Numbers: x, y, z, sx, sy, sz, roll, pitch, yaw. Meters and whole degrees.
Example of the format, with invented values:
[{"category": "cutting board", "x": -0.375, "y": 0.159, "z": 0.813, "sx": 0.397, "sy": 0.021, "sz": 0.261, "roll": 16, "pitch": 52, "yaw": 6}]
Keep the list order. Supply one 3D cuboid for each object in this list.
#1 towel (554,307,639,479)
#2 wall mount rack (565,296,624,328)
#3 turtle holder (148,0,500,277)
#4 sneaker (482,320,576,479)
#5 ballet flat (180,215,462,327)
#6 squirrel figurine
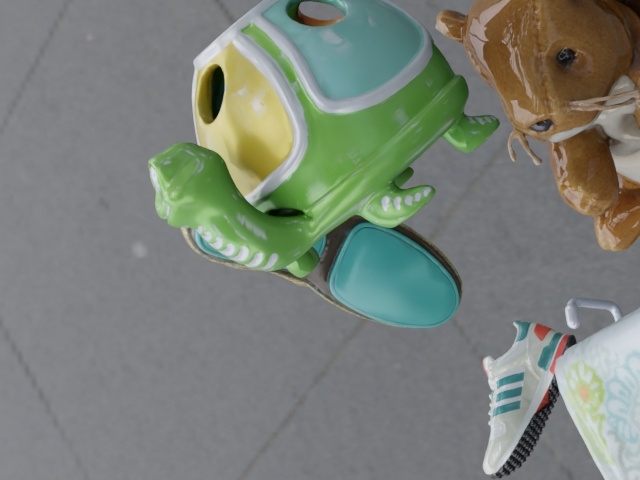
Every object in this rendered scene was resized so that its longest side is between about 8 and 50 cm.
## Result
[{"category": "towel", "x": 0.375, "y": 0.163, "z": 1.143, "sx": 0.374, "sy": 0.090, "sz": 0.320, "roll": -36, "pitch": 78, "yaw": 47}, {"category": "wall mount rack", "x": 0.426, "y": 0.161, "z": 1.827, "sx": 0.350, "sy": 0.130, "sz": 0.304, "roll": -47, "pitch": 47, "yaw": 47}, {"category": "turtle holder", "x": -0.022, "y": -0.099, "z": 1.391, "sx": 0.227, "sy": 0.320, "sz": 0.243, "roll": 52, "pitch": 168, "yaw": -7}, {"category": "sneaker", "x": 0.186, "y": 0.153, "z": 1.473, "sx": 0.075, "sy": 0.057, "sz": 0.161, "roll": 25, "pitch": 83, "yaw": 26}, {"category": "ballet flat", "x": 0.000, "y": 0.000, "z": 1.658, "sx": 0.123, "sy": 0.348, "sz": 0.123, "roll": -43, "pitch": 38, "yaw": 46}, {"category": "squirrel figurine", "x": 0.299, "y": -0.223, "z": 1.591, "sx": 0.281, "sy": 0.370, "sz": 0.397, "roll": -17, "pitch": 63, "yaw": 48}]
